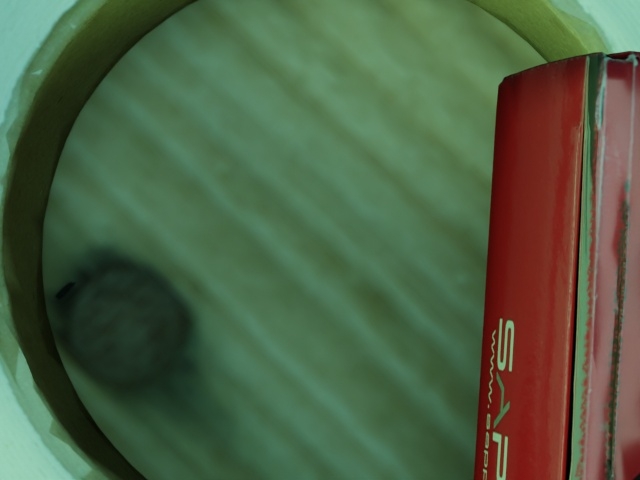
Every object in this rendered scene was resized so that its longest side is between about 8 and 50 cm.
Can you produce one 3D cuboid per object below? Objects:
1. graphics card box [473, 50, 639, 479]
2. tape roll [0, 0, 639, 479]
[{"bbox_3d":[0.222,0.081,0.492,0.371,0.094,0.233,3,89,-14],"label":"graphics card box"},{"bbox_3d":[0.000,0.000,0.575,0.392,0.072,0.392,0,85,3],"label":"tape roll"}]
